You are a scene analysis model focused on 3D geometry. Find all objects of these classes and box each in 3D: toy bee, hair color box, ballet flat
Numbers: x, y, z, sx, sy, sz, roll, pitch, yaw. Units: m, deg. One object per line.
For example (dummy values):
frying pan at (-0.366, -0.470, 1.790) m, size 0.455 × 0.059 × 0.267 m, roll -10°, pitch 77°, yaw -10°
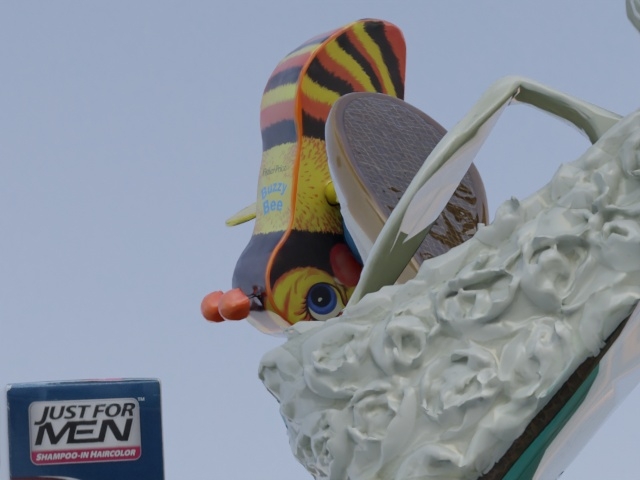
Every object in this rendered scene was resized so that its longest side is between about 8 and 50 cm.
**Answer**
toy bee at (0.000, 0.000, 1.312) m, size 0.162 × 0.298 × 0.195 m, roll -4°, pitch -24°, yaw -31°
hair color box at (-0.159, 0.269, 1.298) m, size 0.105 × 0.347 × 0.174 m, roll -2°, pitch -7°, yaw -16°
ballet flat at (0.137, -0.041, 0.782) m, size 0.409 × 0.147 × 0.147 m, roll -43°, pitch -48°, yaw -7°

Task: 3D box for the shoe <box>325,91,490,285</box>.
shoe at (0.048, 0.016, 0.910) m, size 0.076 × 0.219 × 0.058 m, roll 3°, pitch -47°, yaw -29°
